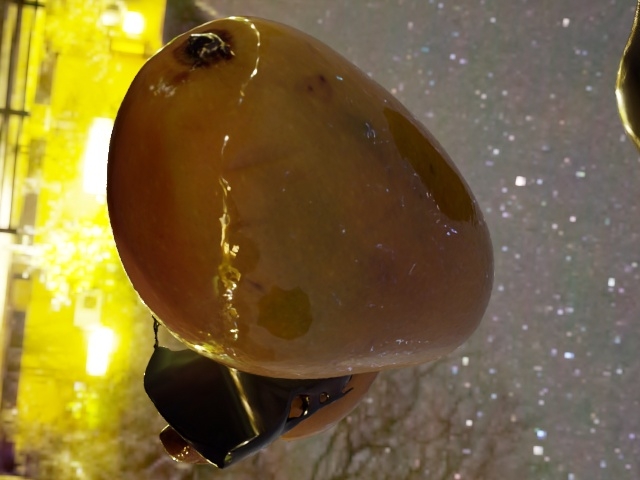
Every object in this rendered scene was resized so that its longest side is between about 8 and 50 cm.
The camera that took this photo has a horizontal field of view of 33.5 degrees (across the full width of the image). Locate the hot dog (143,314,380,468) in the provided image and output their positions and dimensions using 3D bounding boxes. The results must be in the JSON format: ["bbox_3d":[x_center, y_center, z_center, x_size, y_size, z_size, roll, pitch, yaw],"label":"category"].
[{"bbox_3d":[-0.043,0.104,0.946,0.194,0.326,0.107,27,-52,30],"label":"hot dog"}]

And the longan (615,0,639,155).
[{"bbox_3d":[0.286,-0.114,0.668,0.212,0.198,0.198,-53,168,-41],"label":"longan"}]

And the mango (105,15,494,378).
[{"bbox_3d":[0.000,0.000,0.477,0.113,0.253,0.138,28,-94,40],"label":"mango"}]
